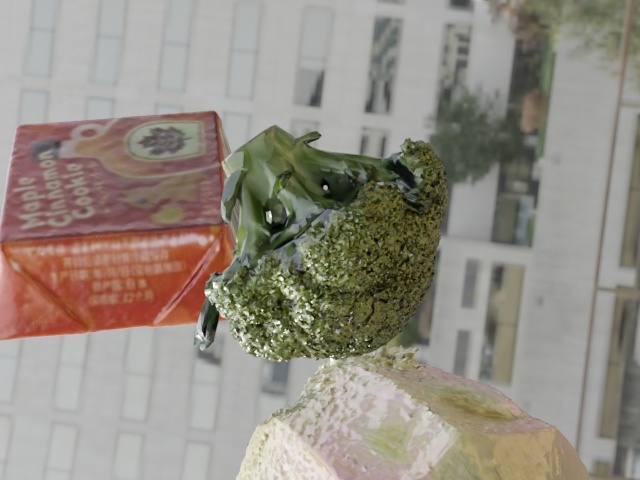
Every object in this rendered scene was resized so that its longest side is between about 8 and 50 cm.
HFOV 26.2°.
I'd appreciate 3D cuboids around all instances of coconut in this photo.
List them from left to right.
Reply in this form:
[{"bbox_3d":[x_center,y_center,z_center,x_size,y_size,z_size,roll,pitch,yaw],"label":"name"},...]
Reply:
[{"bbox_3d":[0.069,0.202,0.991,0.245,0.233,0.233,23,111,53],"label":"coconut"}]

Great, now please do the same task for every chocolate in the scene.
[{"bbox_3d":[-0.189,-0.022,1.295,0.237,0.235,0.108,-97,4,-52],"label":"chocolate"}]

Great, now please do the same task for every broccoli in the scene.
[{"bbox_3d":[0.000,0.000,0.679,0.130,0.120,0.131,-35,2,-34],"label":"broccoli"}]
